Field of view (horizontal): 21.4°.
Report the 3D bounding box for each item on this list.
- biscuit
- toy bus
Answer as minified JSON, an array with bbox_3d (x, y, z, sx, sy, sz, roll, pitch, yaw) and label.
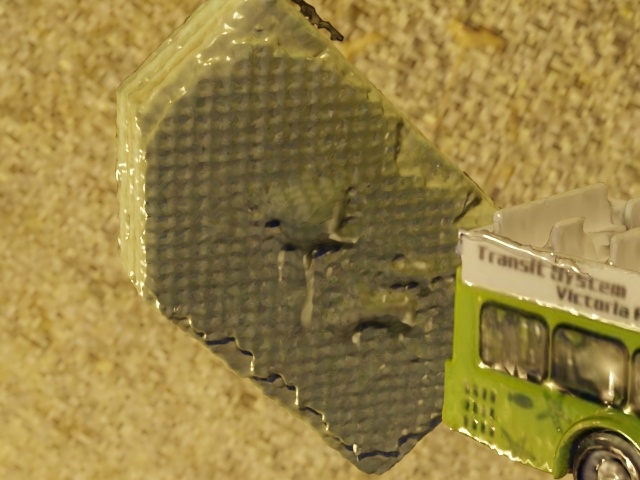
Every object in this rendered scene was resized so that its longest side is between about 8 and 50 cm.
[{"bbox_3d":[0.000,0.000,0.807,0.150,0.052,0.252,-42,123,8],"label":"biscuit"},{"bbox_3d":[0.183,0.050,0.617,0.301,0.113,0.139,15,111,44],"label":"toy bus"}]
